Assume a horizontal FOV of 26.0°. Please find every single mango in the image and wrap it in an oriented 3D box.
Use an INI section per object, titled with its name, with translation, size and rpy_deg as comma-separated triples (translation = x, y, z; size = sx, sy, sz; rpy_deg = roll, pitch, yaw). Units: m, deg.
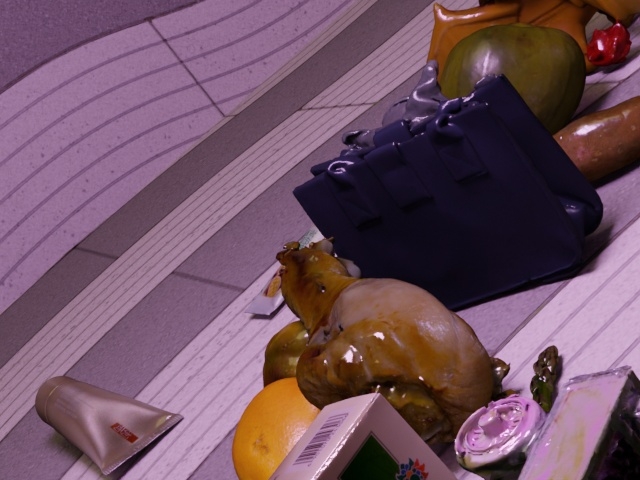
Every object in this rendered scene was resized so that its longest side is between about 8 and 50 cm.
[mango]
translation = -0.022, 0.233, 1.493
size = 0.144, 0.112, 0.219
rpy_deg = -36, 29, 7

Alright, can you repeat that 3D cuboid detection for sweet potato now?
[sweet potato]
translation = 0.358, -0.131, 1.693
size = 0.346, 0.079, 0.108
rpy_deg = -30, 6, 15

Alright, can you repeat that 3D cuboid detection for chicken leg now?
[chicken leg]
translation = 0.048, 0.094, 1.508
size = 0.201, 0.153, 0.429
rpy_deg = -23, 24, -11

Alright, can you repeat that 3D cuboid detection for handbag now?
[handbag]
translation = 0.139, -0.057, 1.619
size = 0.325, 0.269, 0.118
rpy_deg = -22, 22, 42

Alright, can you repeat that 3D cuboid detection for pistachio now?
[pistachio]
translation = -0.015, 0.150, 1.680
size = 0.100, 0.110, 0.189
rpy_deg = -11, 0, -32

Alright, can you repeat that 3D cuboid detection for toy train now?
[toy train]
translation = 0.177, 0.217, 1.075
size = 0.177, 0.134, 0.261
rpy_deg = -20, 25, 45

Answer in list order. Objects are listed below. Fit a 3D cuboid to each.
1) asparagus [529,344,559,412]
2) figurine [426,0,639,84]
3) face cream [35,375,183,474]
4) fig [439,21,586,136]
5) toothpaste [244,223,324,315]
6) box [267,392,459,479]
[asparagus]
translation = 0.215, 0.163, 1.313
size = 0.034, 0.027, 0.236
rpy_deg = -27, 19, 18
[figurine]
translation = 0.303, -0.409, 2.013
size = 0.401, 0.387, 0.268
rpy_deg = -11, 46, 49
[face cream]
translation = -0.330, 0.270, 2.070
size = 0.137, 0.084, 0.341
rpy_deg = -35, 22, -24
[fig]
translation = 0.258, -0.188, 1.904
size = 0.203, 0.203, 0.225
rpy_deg = 0, 80, 63
[toothpaste]
translation = 0.000, 0.000, 2.134
size = 0.314, 0.056, 0.058
rpy_deg = -49, -20, -21
[box]
translation = 0.024, 0.267, 1.197
size = 0.095, 0.168, 0.212
rpy_deg = -21, 24, 53
